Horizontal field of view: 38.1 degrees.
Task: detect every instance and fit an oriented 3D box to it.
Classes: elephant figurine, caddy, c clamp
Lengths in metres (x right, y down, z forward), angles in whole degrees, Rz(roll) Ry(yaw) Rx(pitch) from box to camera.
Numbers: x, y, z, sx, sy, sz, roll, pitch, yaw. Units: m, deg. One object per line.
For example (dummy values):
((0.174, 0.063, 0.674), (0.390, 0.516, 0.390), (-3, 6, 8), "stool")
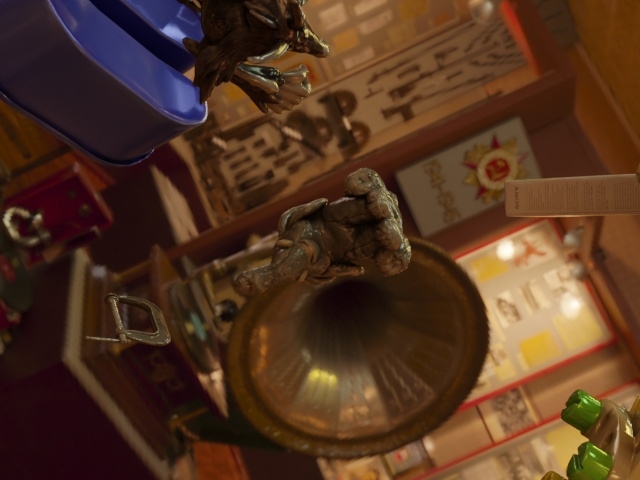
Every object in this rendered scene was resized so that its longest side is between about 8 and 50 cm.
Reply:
((0.000, 0.000, 1.375), (0.186, 0.239, 0.169), (51, 19, -55), "elephant figurine")
((-0.288, -0.240, 1.141), (0.341, 0.179, 0.241), (38, 42, -46), "caddy")
((-0.301, 0.123, 1.454), (0.137, 0.022, 0.161), (15, 20, -21), "c clamp")

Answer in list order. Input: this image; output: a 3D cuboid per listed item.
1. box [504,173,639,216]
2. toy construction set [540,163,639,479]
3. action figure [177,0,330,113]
((0.452, -0.061, 1.290), (0.232, 0.322, 0.059), (-2, 93, -49), "box")
((0.273, 0.085, 0.664), (0.215, 0.151, 0.328), (38, 70, -85), "toy construction set")
((-0.044, -0.194, 0.731), (0.141, 0.164, 0.276), (18, 24, -33), "action figure")
